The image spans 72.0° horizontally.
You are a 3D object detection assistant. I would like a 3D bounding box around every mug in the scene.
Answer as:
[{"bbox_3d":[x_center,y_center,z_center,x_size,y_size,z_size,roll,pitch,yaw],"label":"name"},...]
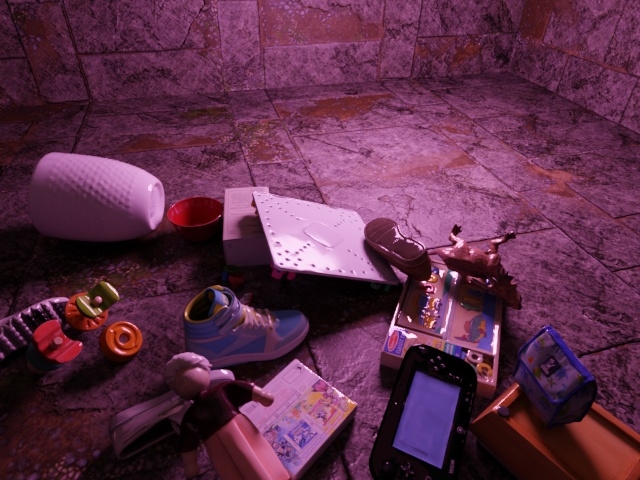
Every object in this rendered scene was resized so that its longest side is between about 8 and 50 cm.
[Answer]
[{"bbox_3d":[-0.695,-0.134,1.467,0.328,0.276,0.374,6,6,-3],"label":"mug"}]

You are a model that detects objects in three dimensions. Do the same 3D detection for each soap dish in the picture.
[{"bbox_3d":[0.481,0.401,0.871,0.229,0.118,0.291,-24,44,-30],"label":"soap dish"}]

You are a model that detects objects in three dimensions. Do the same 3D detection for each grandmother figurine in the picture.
[{"bbox_3d":[-0.182,0.353,0.838,0.208,0.104,0.342,-35,68,-24],"label":"grandmother figurine"}]

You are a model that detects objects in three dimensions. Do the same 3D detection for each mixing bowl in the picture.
[{"bbox_3d":[-0.413,-0.060,1.479,0.181,0.098,0.181,1,37,-1],"label":"mixing bowl"}]

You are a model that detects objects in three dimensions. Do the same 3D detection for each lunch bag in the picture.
[{"bbox_3d":[0.446,0.258,0.836,0.096,0.151,0.129,-7,39,-12],"label":"lunch bag"}]

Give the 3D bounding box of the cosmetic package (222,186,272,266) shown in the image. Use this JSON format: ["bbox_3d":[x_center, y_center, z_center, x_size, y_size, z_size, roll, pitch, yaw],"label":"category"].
[{"bbox_3d":[-0.239,-0.054,1.466,0.160,0.113,0.309,-4,38,-7],"label":"cosmetic package"}]

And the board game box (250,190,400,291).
[{"bbox_3d":[0.000,0.000,1.345,0.389,0.050,0.390,10,32,-26],"label":"board game box"}]

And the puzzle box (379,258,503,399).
[{"bbox_3d":[0.341,0.205,1.185,0.272,0.052,0.409,13,39,16],"label":"puzzle box"}]

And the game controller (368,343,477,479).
[{"bbox_3d":[0.220,0.369,0.914,0.166,0.067,0.319,14,50,20],"label":"game controller"}]

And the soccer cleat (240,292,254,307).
[{"bbox_3d":[-0.212,0.176,1.230,0.035,0.029,0.083,0,33,14],"label":"soccer cleat"}]

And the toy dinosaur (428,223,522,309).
[{"bbox_3d":[0.426,0.067,1.235,0.295,0.127,0.200,13,45,25],"label":"toy dinosaur"}]

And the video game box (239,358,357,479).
[{"bbox_3d":[-0.054,0.378,0.947,0.187,0.048,0.205,26,44,32],"label":"video game box"}]

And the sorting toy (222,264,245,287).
[{"bbox_3d":[-0.263,0.111,1.311,0.061,0.042,0.102,1,22,-27],"label":"sorting toy"}]

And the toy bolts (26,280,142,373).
[{"bbox_3d":[-0.585,0.251,1.074,0.218,0.158,0.228,51,35,-3],"label":"toy bolts"}]

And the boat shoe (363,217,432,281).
[{"bbox_3d":[0.225,0.029,1.325,0.110,0.104,0.307,-31,30,-2],"label":"boat shoe"}]

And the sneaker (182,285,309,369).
[{"bbox_3d":[-0.177,0.189,1.061,0.319,0.208,0.127,-13,38,-19],"label":"sneaker"}]

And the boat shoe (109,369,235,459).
[{"bbox_3d":[-0.299,0.364,0.922,0.267,0.096,0.088,-18,45,-22],"label":"boat shoe"}]

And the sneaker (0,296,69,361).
[{"bbox_3d":[-0.769,0.225,1.091,0.118,0.110,0.292,18,39,36],"label":"sneaker"}]
